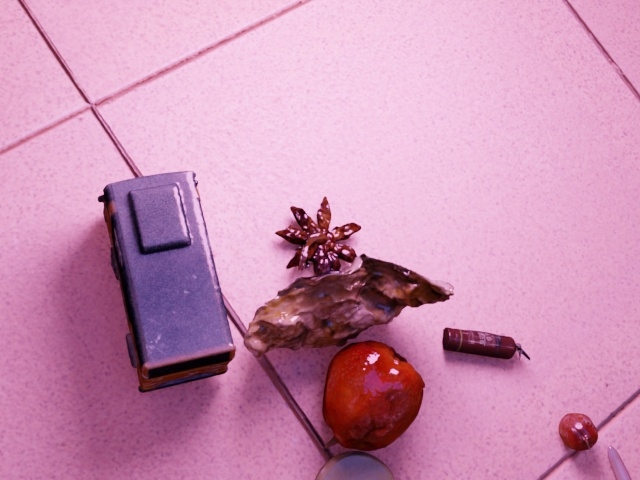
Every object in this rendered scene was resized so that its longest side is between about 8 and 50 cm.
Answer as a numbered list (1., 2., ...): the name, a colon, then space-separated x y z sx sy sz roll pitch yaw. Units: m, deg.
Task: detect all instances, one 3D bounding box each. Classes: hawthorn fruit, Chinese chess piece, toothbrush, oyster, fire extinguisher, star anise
1. hawthorn fruit: 0.084 0.257 1.373 0.173 0.173 0.179 8 99 -12
2. hawthorn fruit: 0.463 0.345 1.465 0.066 0.103 0.067 0 94 -3
3. Chinese chess piece: 0.056 0.420 1.360 0.144 0.058 0.144 4 72 -12
4. toothbrush: 0.584 0.517 1.481 0.025 0.029 0.307 -19 78 -11
5. oyster: 0.032 0.109 1.350 0.351 0.238 0.115 -14 77 -24
6. fire extinguisher: 0.299 0.188 1.502 0.158 0.043 0.064 10 29 -12
7. star anise: 0.000 0.001 1.476 0.167 0.057 0.168 9 64 -19

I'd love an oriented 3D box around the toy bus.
1. toy bus: -0.246 0.061 1.317 0.161 0.194 0.324 -11 77 -16
